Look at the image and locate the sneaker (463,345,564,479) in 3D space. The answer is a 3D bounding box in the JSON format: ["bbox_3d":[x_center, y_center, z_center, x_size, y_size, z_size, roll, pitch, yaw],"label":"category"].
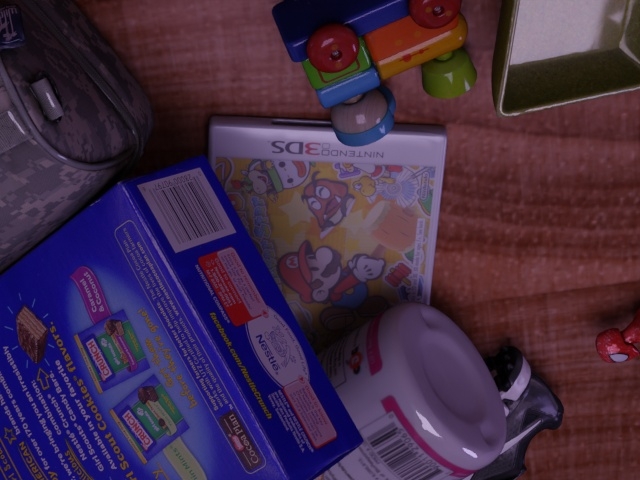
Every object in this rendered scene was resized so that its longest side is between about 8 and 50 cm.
[{"bbox_3d":[0.138,0.207,1.536,0.106,0.078,0.234,36,111,-21],"label":"sneaker"}]

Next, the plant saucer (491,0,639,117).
[{"bbox_3d":[0.210,-0.204,1.301,0.188,0.045,0.188,-14,124,-34],"label":"plant saucer"}]

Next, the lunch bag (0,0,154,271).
[{"bbox_3d":[-0.297,-0.059,1.265,0.305,0.256,0.212,-34,105,15],"label":"lunch bag"}]

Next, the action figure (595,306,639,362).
[{"bbox_3d":[0.392,0.109,1.481,0.280,0.091,0.139,-6,106,1],"label":"action figure"}]

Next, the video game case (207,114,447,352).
[{"bbox_3d":[0.000,0.000,1.450,0.206,0.026,0.227,2,118,-3],"label":"video game case"}]

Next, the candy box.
[{"bbox_3d":[-0.163,0.127,1.316,0.317,0.122,0.268,-33,83,33],"label":"candy box"}]

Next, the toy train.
[{"bbox_3d":[0.098,-0.178,1.328,0.248,0.105,0.143,-23,133,2],"label":"toy train"}]

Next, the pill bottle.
[{"bbox_3d":[0.011,0.187,1.460,0.283,0.160,0.160,-34,115,27],"label":"pill bottle"}]

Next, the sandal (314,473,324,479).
[{"bbox_3d":[-0.101,0.144,1.403,0.079,0.240,0.088,17,112,-51],"label":"sandal"}]
